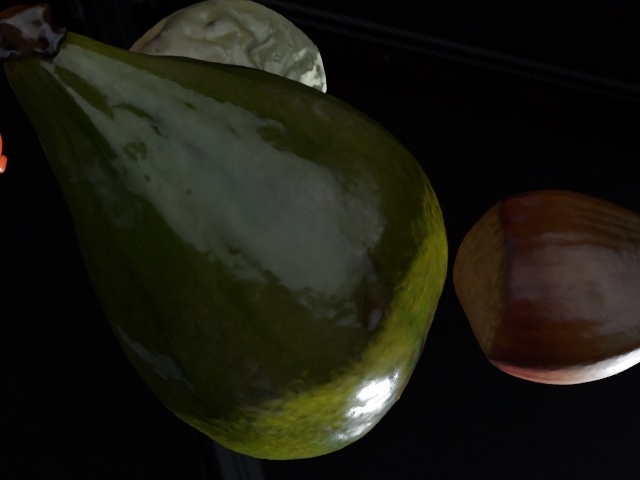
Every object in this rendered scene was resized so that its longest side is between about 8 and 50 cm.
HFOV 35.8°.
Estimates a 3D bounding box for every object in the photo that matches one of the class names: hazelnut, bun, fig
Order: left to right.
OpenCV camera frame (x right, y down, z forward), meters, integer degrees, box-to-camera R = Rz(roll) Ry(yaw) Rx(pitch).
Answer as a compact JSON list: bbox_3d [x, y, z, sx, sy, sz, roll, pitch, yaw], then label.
[{"bbox_3d":[-0.092,-0.115,0.940,0.231,0.231,0.133,-18,-130,-23],"label":"bun"},{"bbox_3d":[-0.028,0.002,0.341,0.133,0.185,0.126,-47,-120,2],"label":"fig"},{"bbox_3d":[0.227,0.033,0.929,0.186,0.210,0.210,41,-118,-4],"label":"hazelnut"}]

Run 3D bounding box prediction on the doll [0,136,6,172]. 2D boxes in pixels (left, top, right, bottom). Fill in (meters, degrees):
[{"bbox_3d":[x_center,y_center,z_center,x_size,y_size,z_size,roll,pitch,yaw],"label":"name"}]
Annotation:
[{"bbox_3d":[-0.370,-0.110,0.807,0.182,0.363,0.160,7,-99,18],"label":"doll"}]
